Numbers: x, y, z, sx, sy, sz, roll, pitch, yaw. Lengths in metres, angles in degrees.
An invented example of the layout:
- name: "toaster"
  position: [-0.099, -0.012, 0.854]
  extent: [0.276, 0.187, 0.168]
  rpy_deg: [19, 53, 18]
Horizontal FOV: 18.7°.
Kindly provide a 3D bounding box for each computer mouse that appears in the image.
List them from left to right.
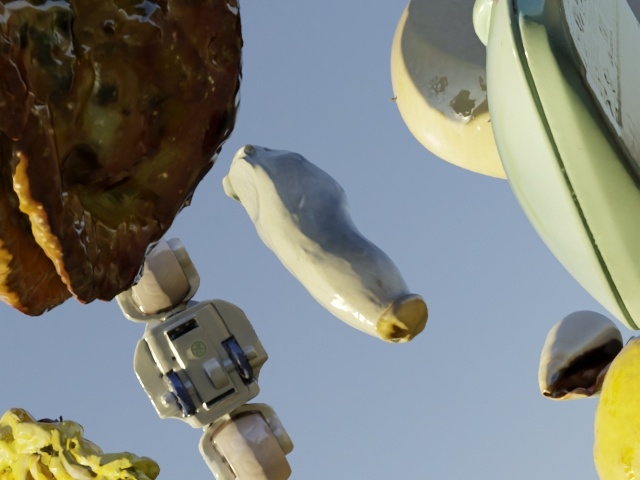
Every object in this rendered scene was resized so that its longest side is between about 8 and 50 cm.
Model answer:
- name: "computer mouse"
  position: [0.149, -0.064, 1.136]
  extent: [0.097, 0.159, 0.288]
  rpy_deg: [-17, -47, 26]

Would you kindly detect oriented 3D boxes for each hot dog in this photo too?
- name: "hot dog"
  position: [-0.181, -0.133, 1.183]
  extent: [0.267, 0.174, 0.387]
  rpy_deg: [-46, -55, -37]

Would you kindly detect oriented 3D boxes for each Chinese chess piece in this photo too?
- name: "Chinese chess piece"
  position: [0.192, -0.150, 1.657]
  extent: [0.273, 0.273, 0.102]
  rpy_deg: [-26, -51, -34]

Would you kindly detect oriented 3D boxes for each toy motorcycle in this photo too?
- name: "toy motorcycle"
  position: [-0.105, 0.106, 1.675]
  extent: [0.112, 0.254, 0.112]
  rpy_deg: [-29, 0, 0]

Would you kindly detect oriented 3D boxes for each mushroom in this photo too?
- name: "mushroom"
  position: [-0.001, 0.000, 2.000]
  extent: [0.109, 0.351, 0.097]
  rpy_deg: [18, -69, -36]

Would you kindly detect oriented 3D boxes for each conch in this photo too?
- name: "conch"
  position: [0.287, 0.129, 2.119]
  extent: [0.094, 0.104, 0.176]
  rpy_deg: [-61, -15, 10]

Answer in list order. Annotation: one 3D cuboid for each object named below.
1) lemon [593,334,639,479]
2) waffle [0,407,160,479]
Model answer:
- name: "lemon"
  position: [0.360, 0.193, 1.728]
  extent: [0.233, 0.288, 0.233]
  rpy_deg: [-19, -8, -3]
- name: "waffle"
  position: [-0.152, 0.234, 1.293]
  extent: [0.060, 0.280, 0.262]
  rpy_deg: [-38, -36, -45]
